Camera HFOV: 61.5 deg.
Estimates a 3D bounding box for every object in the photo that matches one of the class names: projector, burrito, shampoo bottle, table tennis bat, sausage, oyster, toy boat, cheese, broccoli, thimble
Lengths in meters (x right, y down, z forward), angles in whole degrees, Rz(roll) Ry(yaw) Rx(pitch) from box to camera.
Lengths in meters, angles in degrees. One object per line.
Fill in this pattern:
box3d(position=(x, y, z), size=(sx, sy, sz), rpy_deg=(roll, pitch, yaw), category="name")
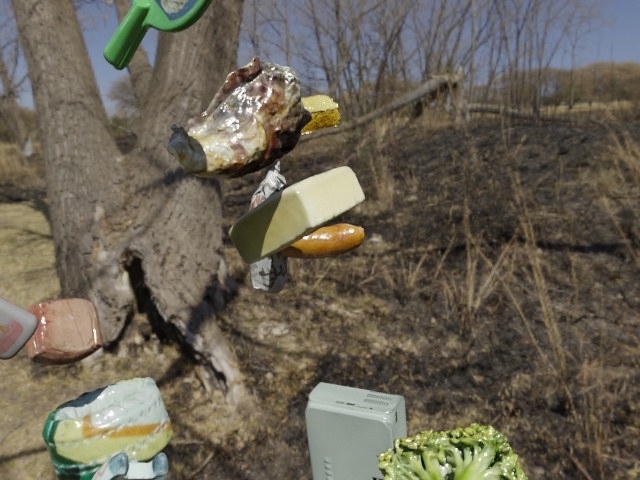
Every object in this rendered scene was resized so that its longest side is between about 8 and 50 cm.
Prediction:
box3d(position=(0.085, 0.444, 1.164), size=(0.198, 0.251, 0.108), rpy_deg=(1, 16, 27), category="projector")
box3d(position=(-0.163, -0.031, 1.702), size=(0.138, 0.446, 0.101), rpy_deg=(-12, 27, -32), category="burrito")
box3d(position=(-0.486, 0.101, 0.746), size=(0.165, 0.080, 0.040), rpy_deg=(40, 2, -31), category="shampoo bottle")
box3d(position=(-0.226, -0.337, 0.736), size=(0.257, 0.161, 0.039), rpy_deg=(-41, -15, 30), category="table tennis bat")
box3d(position=(0.000, 0.001, 1.624), size=(0.270, 0.109, 0.109), rpy_deg=(-6, 10, -3), category="sausage")
box3d(position=(-0.123, -0.211, 0.995), size=(0.275, 0.271, 0.100), rpy_deg=(25, -9, -42), category="oyster")
box3d(position=(-0.377, 0.466, 1.039), size=(0.134, 0.208, 0.079), rpy_deg=(12, 33, -34), category="toy boat")
box3d(position=(-0.054, -0.066, 1.299), size=(0.242, 0.124, 0.265), rpy_deg=(-34, -2, 35), category="cheese")
box3d(position=(0.190, 0.371, 0.852), size=(0.242, 0.273, 0.181), rpy_deg=(-28, 44, 13), category="broccoli")
box3d(position=(-0.503, 0.452, 1.299), size=(0.254, 0.168, 0.288), rpy_deg=(-9, 7, 40), category="thimble")

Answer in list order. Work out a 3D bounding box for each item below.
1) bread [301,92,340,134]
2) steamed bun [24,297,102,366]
box3d(position=(-0.021, -0.335, 1.413), size=(0.187, 0.066, 0.103), rpy_deg=(-18, 42, -35), category="bread")
box3d(position=(-0.584, 0.211, 1.213), size=(0.106, 0.145, 0.175), rpy_deg=(-27, -19, 22), category="steamed bun")
